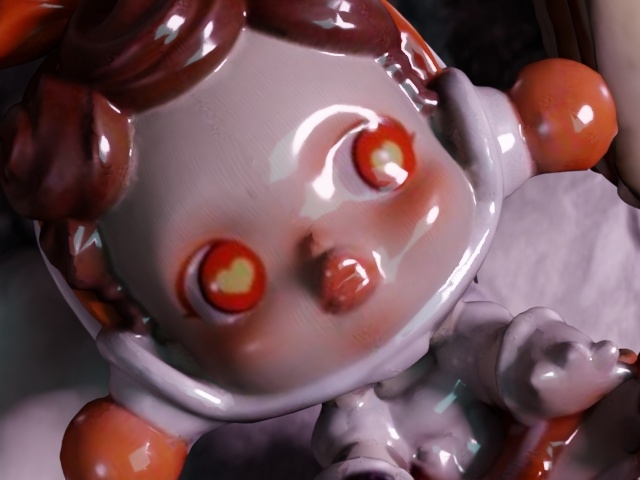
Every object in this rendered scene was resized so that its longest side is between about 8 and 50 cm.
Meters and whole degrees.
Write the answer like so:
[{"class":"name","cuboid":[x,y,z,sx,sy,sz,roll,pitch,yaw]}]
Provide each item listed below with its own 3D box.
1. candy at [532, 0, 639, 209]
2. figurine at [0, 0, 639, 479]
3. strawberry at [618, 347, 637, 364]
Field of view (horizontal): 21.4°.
[{"class":"candy","cuboid":[0.222,-0.146,0.580,0.320,0.135,0.179,-19,106,0]},{"class":"figurine","cuboid":[0.000,0.000,0.471,0.226,0.183,0.160,56,16,-11]},{"class":"strawberry","cuboid":[0.150,0.201,0.631,0.336,0.149,0.265,47,63,-35]}]
